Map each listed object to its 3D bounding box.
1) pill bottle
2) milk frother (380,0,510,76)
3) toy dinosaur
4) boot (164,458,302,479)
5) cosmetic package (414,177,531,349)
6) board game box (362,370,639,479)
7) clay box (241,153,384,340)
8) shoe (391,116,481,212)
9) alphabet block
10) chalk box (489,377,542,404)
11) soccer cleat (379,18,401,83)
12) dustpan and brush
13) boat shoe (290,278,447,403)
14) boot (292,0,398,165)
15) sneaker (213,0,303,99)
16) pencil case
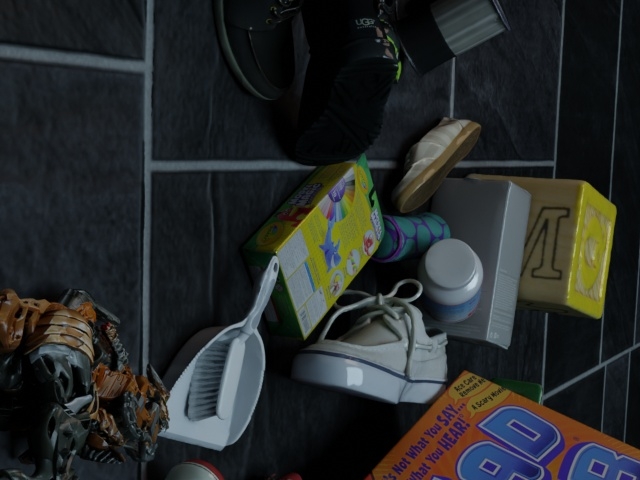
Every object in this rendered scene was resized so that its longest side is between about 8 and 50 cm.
[{"bbox_3d":[0.174,0.053,1.345,0.160,0.087,0.087,70,34,-71],"label":"pill bottle"},{"bbox_3d":[0.152,-0.310,1.306,0.143,0.135,0.129,31,36,-59],"label":"milk frother"},{"bbox_3d":[-0.236,0.126,0.803,0.322,0.164,0.218,30,53,-36],"label":"toy dinosaur"},{"bbox_3d":[-0.084,0.282,1.079,0.176,0.088,0.244,-52,143,-41],"label":"boot"},{"bbox_3d":[0.225,0.030,1.482,0.107,0.127,0.237,25,76,-56],"label":"cosmetic package"},{"bbox_3d":[0.230,0.453,1.259,0.356,0.357,0.356,-34,140,-51],"label":"board game box"},{"bbox_3d":[0.000,0.000,1.193,0.222,0.053,0.127,-50,134,-44],"label":"clay box"},{"bbox_3d":[0.153,-0.112,1.422,0.219,0.058,0.076,-44,161,-40],"label":"shoe"},{"bbox_3d":[0.339,0.010,1.589,0.192,0.197,0.193,18,80,-56],"label":"alphabet block"},{"bbox_3d":[0.290,0.367,1.588,0.179,0.180,0.288,6,88,-58],"label":"chalk box"},{"bbox_3d":[0.069,-0.244,1.235,0.179,0.060,0.072,32,52,-80],"label":"soccer cleat"},{"bbox_3d":[-0.093,0.114,1.057,0.147,0.060,0.211,32,68,-54],"label":"dustpan and brush"},{"bbox_3d":[0.083,0.122,1.266,0.367,0.136,0.156,19,79,-60],"label":"boat shoe"},{"bbox_3d":[0.015,-0.224,1.125,0.246,0.094,0.207,115,-31,-62],"label":"boot"},{"bbox_3d":[-0.042,-0.248,1.028,0.083,0.118,0.222,-45,130,-45],"label":"sneaker"},{"bbox_3d":[0.114,-0.005,1.353,0.152,0.070,0.064,-4,105,-58],"label":"pencil case"}]
